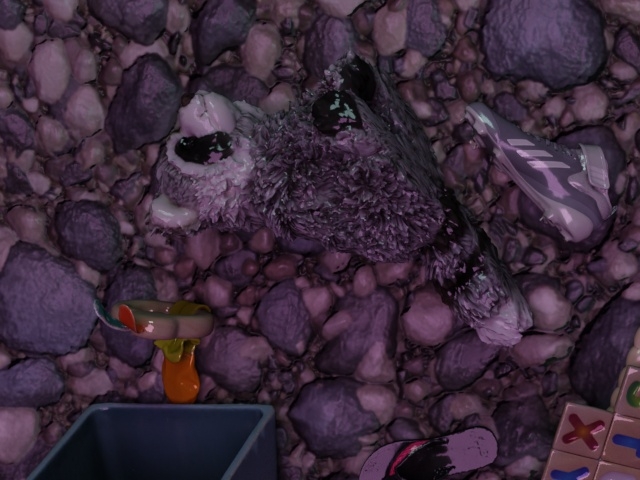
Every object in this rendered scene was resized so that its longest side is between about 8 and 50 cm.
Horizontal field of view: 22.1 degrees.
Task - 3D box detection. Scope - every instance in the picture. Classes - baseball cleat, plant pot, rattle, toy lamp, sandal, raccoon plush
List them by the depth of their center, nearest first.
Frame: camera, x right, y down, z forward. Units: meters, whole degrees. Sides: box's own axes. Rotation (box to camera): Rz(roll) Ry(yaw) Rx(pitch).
[{"bbox_3d":[0.000,0.000,1.884,0.299,0.216,0.446,-31,90,20],"label":"raccoon plush"},{"bbox_3d":[0.362,0.154,1.889,0.080,0.080,0.275,23,98,7],"label":"toy lamp"},{"bbox_3d":[0.259,-0.097,1.892,0.109,0.072,0.206,-40,90,-4],"label":"baseball cleat"},{"bbox_3d":[-0.187,0.359,1.927,0.247,0.248,0.252,-1,111,18],"label":"plant pot"},{"bbox_3d":[-0.208,0.135,1.928,0.130,0.199,0.143,25,100,7],"label":"rattle"},{"bbox_3d":[0.125,0.267,1.962,0.179,0.040,0.067,-20,92,12],"label":"sandal"}]

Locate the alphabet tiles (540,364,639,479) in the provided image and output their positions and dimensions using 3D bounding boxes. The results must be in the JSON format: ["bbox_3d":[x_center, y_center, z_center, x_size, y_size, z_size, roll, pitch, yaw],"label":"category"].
[{"bbox_3d":[0.418,0.302,1.877,0.342,0.011,0.285,14,100,-7],"label":"alphabet tiles"}]
